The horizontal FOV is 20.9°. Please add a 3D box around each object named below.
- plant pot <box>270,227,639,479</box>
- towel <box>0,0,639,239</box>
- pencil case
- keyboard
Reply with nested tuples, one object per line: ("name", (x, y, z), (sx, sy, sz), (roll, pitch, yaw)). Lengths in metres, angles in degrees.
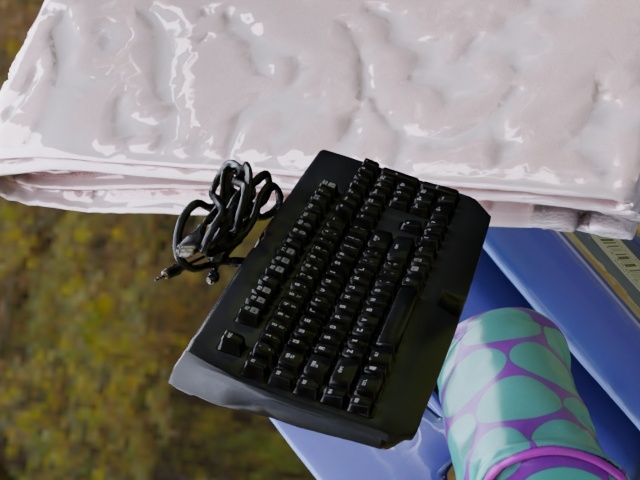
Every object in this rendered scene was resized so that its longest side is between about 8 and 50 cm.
("plant pot", (0.134, 0.096, 1.088), (0.212, 0.236, 0.236), (-46, -19, 20))
("towel", (0.031, -0.151, 0.800), (0.053, 0.317, 0.332), (60, -137, -51))
("pencil case", (0.090, 0.083, 0.751), (0.064, 0.070, 0.152), (-58, 13, 17))
("keyboard", (0.000, 0.000, 0.561), (0.192, 0.100, 0.038), (-61, -17, -67))
